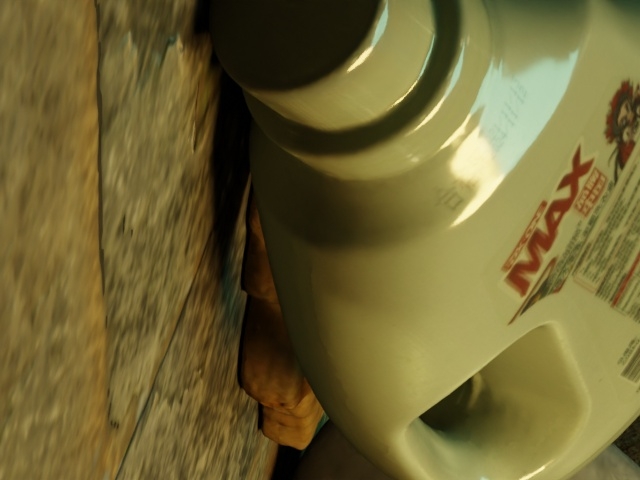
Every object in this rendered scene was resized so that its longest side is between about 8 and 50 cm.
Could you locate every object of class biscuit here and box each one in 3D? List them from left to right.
[{"bbox_3d":[-0.001,0.009,0.882,0.319,0.047,0.183,98,10,-49],"label":"biscuit"}]

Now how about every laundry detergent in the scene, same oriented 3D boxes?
[{"bbox_3d":[0.065,-0.018,0.712,0.264,0.125,0.398,-60,153,2],"label":"laundry detergent"}]

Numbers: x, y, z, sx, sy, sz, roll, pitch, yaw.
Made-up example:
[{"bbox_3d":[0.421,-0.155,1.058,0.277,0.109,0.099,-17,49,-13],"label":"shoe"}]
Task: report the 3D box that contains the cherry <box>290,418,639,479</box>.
[{"bbox_3d":[0.110,0.247,1.156,0.291,0.335,0.326,28,56,-64],"label":"cherry"}]
